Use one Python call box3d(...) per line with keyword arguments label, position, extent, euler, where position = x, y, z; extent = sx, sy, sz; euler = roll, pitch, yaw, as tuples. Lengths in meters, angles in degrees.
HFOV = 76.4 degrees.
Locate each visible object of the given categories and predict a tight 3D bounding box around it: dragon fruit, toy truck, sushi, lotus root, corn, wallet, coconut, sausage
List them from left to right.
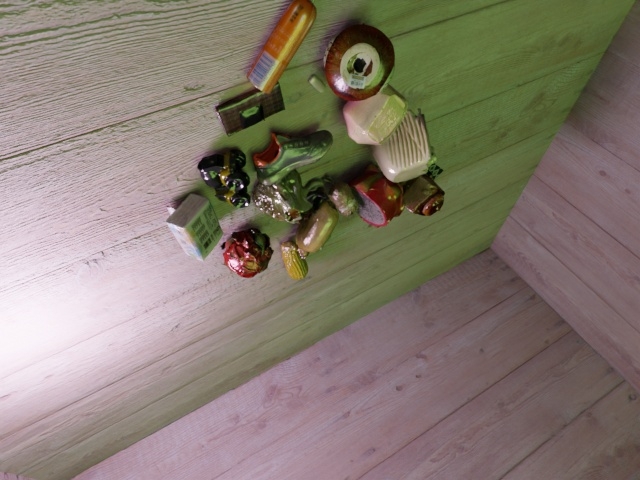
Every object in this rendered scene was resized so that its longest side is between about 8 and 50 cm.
box3d(label="toy truck", position=(-0.349, -0.221, 1.502), extent=(0.165, 0.147, 0.224), euler=(-6, 147, -3))
box3d(label="dragon fruit", position=(-0.341, 0.062, 1.849), extent=(0.234, 0.233, 0.293), euler=(-7, 170, -39))
box3d(label="wallet", position=(-0.233, -0.448, 1.380), extent=(0.230, 0.042, 0.124), euler=(-31, 147, -12))
box3d(label="sausage", position=(-0.109, -0.607, 1.238), extent=(0.093, 0.093, 0.312), euler=(9, 127, -50))
box3d(label="corn", position=(-0.139, 0.112, 2.171), extent=(0.119, 0.119, 0.322), euler=(-31, 145, -8))
box3d(label="lotus root", position=(-0.032, -0.051, 1.987), extent=(0.151, 0.169, 0.342), euler=(5, 125, -48))
box3d(label="coconut", position=(0.204, -0.486, 1.579), extent=(0.233, 0.233, 0.245), euler=(6, 130, -48))
box3d(label="dragon fruit", position=(0.282, -0.230, 1.976), extent=(0.226, 0.305, 0.305), euler=(-44, 151, -14))
box3d(label="sushi", position=(0.608, -0.337, 2.359), extent=(0.231, 0.047, 0.220), euler=(-49, 147, 20))

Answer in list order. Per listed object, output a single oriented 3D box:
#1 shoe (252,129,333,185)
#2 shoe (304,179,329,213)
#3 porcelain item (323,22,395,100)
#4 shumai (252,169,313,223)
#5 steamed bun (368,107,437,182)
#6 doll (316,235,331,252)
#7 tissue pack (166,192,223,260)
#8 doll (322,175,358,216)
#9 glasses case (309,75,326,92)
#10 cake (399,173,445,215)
box3d(label="shoe", position=(-0.120, -0.360, 1.550), extent=(0.336, 0.132, 0.171), euler=(-31, 140, -2))
box3d(label="shoe", position=(-0.053, -0.170, 1.870), extent=(0.227, 0.112, 0.099), euler=(-49, 148, 17))
box3d(label="porcelain item", position=(0.132, -0.610, 1.401), extent=(0.253, 0.253, 0.253), euler=(-25, 148, -17))
box3d(label="shumai", position=(-0.148, -0.165, 1.693), extent=(0.189, 0.218, 0.256), euler=(-21, 148, -40))
box3d(label="steamed bun", position=(0.381, -0.399, 1.833), extent=(0.273, 0.290, 0.272), euler=(-25, 159, 17))
box3d(label="doll", position=(0.000, 0.000, 2.195), extent=(0.150, 0.077, 0.115), euler=(-57, -172, 40))
box3d(label="tissue pack", position=(-0.500, -0.057, 1.584), extent=(0.159, 0.145, 0.229), euler=(-59, 161, -28))
box3d(label="doll", position=(0.097, -0.213, 1.885), extent=(0.105, 0.115, 0.221), euler=(-25, 109, 15))
box3d(label="glasses case", position=(-0.010, -0.563, 1.463), extent=(0.032, 0.021, 0.083), euler=(-46, 148, 16))
box3d(label="cake", position=(0.515, -0.249, 2.154), extent=(0.199, 0.293, 0.196), euler=(5, 130, -53))
